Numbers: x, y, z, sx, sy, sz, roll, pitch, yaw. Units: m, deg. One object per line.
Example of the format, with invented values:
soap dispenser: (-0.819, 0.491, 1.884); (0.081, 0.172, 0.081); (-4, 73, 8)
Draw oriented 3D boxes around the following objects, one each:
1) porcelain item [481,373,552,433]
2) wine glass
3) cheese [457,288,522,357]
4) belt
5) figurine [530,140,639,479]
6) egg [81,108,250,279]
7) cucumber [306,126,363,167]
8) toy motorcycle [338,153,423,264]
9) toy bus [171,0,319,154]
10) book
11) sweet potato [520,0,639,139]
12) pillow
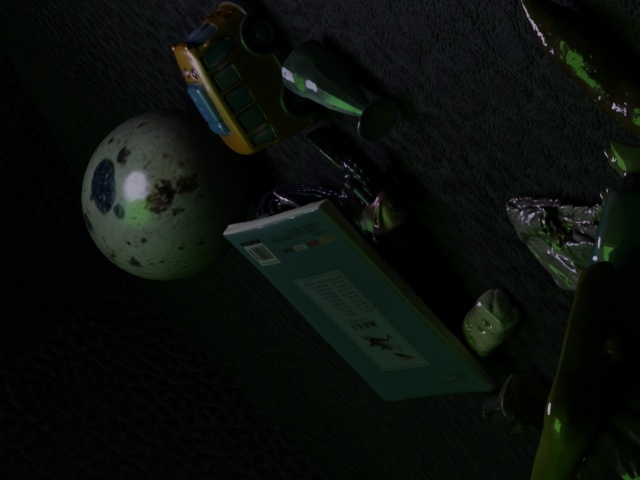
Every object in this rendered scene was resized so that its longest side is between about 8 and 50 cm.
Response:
porcelain item: (0.272, 0.240, 2.201); (0.081, 0.069, 0.215); (21, 166, -2)
wine glass: (0.022, -0.185, 1.954); (0.155, 0.073, 0.073); (42, 162, 36)
cheese: (0.226, 0.113, 2.098); (0.065, 0.043, 0.194); (42, 163, 8)
belt: (0.000, 0.000, 2.327); (0.230, 0.140, 0.126); (33, 156, 38)
figurine: (0.391, 0.137, 1.378); (0.378, 0.361, 0.266); (14, 160, 9)
egg: (-0.263, -0.080, 2.654); (0.287, 0.288, 0.379); (50, 167, 9)
cucumber: (0.033, -0.116, 2.163); (0.107, 0.035, 0.067); (43, -179, 28)
toy motorcycle: (0.088, -0.031, 2.103); (0.118, 0.084, 0.212); (41, 169, 33)
toy bus: (-0.110, -0.220, 2.156); (0.209, 0.136, 0.126); (59, 164, -18)
book: (0.054, 0.096, 2.221); (0.379, 0.031, 0.264); (47, 151, -20)
sweet potato: (0.249, -0.150, 1.381); (0.218, 0.051, 0.065); (47, 168, 24)
pillow: (0.282, 0.015, 1.682); (0.135, 0.049, 0.248); (52, 169, -15)
